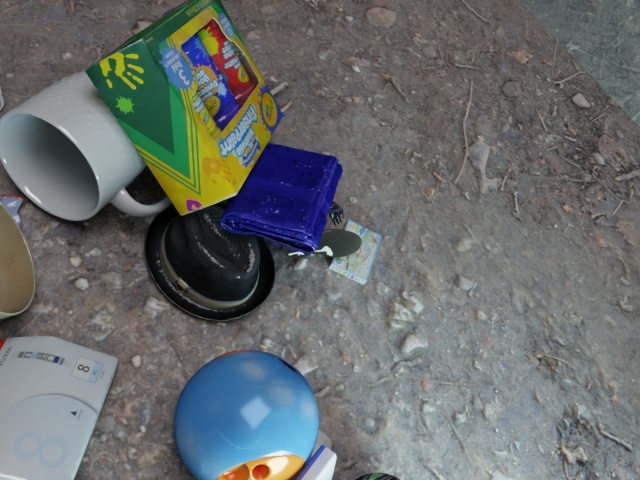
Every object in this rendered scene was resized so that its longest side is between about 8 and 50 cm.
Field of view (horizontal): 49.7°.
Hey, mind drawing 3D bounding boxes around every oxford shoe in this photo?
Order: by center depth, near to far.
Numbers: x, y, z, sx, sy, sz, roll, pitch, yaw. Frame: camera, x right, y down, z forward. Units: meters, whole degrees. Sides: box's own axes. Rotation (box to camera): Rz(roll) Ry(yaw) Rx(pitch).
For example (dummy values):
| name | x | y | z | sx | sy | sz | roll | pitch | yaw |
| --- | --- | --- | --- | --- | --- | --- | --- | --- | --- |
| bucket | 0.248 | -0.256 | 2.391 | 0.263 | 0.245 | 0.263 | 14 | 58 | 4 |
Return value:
| name | x | y | z | sx | sy | sz | roll | pitch | yaw |
| --- | --- | --- | --- | --- | --- | --- | --- | --- | --- |
| oxford shoe | 0.000 | 0.000 | 1.769 | 0.212 | 0.076 | 0.076 | -1 | 107 | -15 |

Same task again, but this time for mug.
| name | x | y | z | sx | sy | sz | roll | pitch | yaw |
| --- | --- | --- | --- | --- | --- | --- | --- | --- | --- |
| mug | -0.481 | -0.214 | 1.589 | 0.374 | 0.276 | 0.328 | 45 | 45 | -10 |

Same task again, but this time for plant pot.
| name | x | y | z | sx | sy | sz | roll | pitch | yaw |
| --- | --- | --- | --- | --- | --- | --- | --- | --- | --- |
| plant pot | -0.731 | 0.047 | 1.359 | 0.191 | 0.284 | 0.284 | -22 | 69 | 6 |

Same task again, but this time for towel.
| name | x | y | z | sx | sy | sz | roll | pitch | yaw |
| --- | --- | --- | --- | --- | --- | --- | --- | --- | --- |
| towel | -0.080 | -0.116 | 1.618 | 0.228 | 0.076 | 0.308 | 16 | 44 | 3 |

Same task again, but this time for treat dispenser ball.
| name | x | y | z | sx | sy | sz | roll | pitch | yaw |
| --- | --- | --- | --- | --- | --- | --- | --- | --- | --- |
| treat dispenser ball | -0.147 | 0.364 | 1.384 | 0.288 | 0.288 | 0.288 | 10 | 60 | -17 |

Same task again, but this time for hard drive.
| name | x | y | z | sx | sy | sz | roll | pitch | yaw |
| --- | --- | --- | --- | --- | --- | --- | --- | --- | --- |
| hard drive | -0.082 | 0.571 | 1.346 | 0.040 | 0.210 | 0.318 | 30 | 53 | 20 |

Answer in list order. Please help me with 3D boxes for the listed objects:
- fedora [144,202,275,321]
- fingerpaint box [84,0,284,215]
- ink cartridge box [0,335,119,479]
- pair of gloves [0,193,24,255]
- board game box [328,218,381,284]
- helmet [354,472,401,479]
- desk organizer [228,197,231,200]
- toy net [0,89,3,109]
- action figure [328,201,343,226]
| name | x | y | z | sx | sy | sz | roll | pitch | yaw |
| --- | --- | --- | --- | --- | --- | --- | --- | --- | --- |
| fedora | -0.244 | 0.016 | 1.618 | 0.334 | 0.152 | 0.334 | 10 | 59 | -18 |
| fingerpaint box | -0.281 | -0.336 | 1.603 | 0.371 | 0.163 | 0.445 | 61 | 25 | -23 |
| ink cartridge box | -0.614 | 0.299 | 1.296 | 0.385 | 0.091 | 0.308 | 22 | 40 | -13 |
| pair of gloves | -0.756 | -0.047 | 1.519 | 0.198 | 0.023 | 0.159 | 12 | 61 | -12 |
| board game box | 0.093 | 0.029 | 1.826 | 0.103 | 0.026 | 0.154 | 27 | 56 | -7 |
| helmet | 0.119 | 0.571 | 1.457 | 0.169 | 0.161 | 0.169 | 10 | 60 | -17 |
| desk organizer | -0.241 | -0.162 | 1.782 | 0.050 | 0.047 | 0.130 | -35 | 80 | -35 |
| toy net | -0.795 | -0.290 | 1.623 | 0.122 | 0.045 | 0.232 | 19 | 57 | -12 |
| action figure | -0.072 | -0.121 | 1.778 | 0.164 | 0.141 | 0.275 | -28 | 54 | -24 |
